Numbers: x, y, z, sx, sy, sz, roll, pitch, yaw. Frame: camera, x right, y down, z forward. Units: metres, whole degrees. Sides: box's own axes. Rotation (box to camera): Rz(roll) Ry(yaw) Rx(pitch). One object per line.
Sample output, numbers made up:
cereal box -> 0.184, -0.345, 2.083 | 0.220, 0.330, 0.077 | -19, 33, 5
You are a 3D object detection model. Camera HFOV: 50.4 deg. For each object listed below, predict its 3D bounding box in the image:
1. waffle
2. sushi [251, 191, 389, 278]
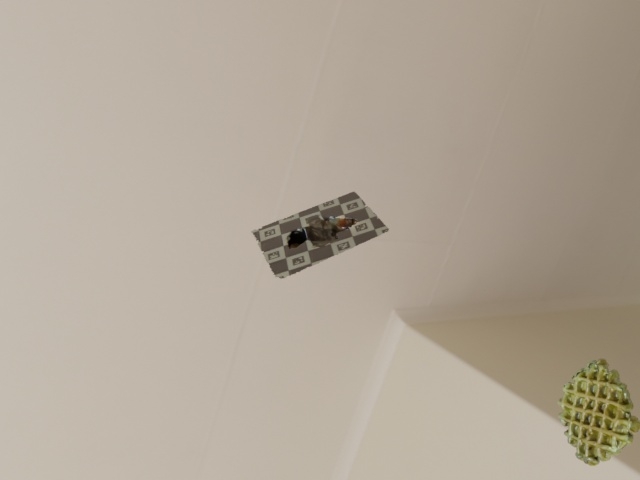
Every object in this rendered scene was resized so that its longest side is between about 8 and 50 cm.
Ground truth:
waffle -> 0.505, 0.315, 1.250 | 0.036, 0.169, 0.183 | 7, -43, -20
sushi -> 0.000, 0.000, 1.205 | 0.210, 0.193, 0.040 | -23, -58, -7
